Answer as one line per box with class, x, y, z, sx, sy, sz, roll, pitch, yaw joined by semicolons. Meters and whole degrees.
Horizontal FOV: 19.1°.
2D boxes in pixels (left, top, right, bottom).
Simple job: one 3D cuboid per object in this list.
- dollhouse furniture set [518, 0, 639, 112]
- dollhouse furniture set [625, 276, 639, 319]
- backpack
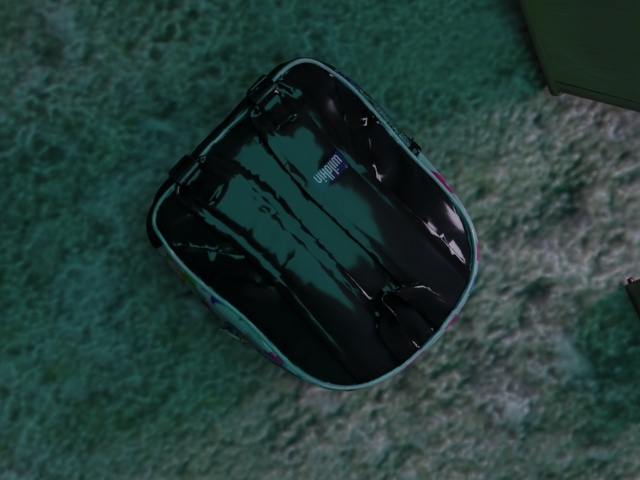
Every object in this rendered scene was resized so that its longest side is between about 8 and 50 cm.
dollhouse furniture set;0.398;-0.276;1.673;0.394;0.256;0.362;-36;121;-22
dollhouse furniture set;0.380;0.065;1.687;0.129;0.183;0.129;-26;93;-11
backpack;0.000;0.000;1.610;0.253;0.191;0.225;43;83;0
